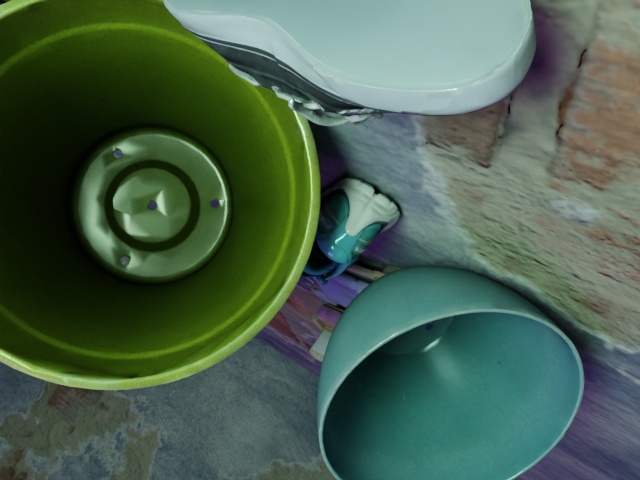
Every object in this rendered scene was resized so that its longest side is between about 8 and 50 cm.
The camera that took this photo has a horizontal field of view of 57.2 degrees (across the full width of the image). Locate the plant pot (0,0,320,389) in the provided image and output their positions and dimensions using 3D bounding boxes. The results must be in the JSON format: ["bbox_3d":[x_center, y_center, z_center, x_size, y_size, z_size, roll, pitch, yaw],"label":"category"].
[{"bbox_3d":[-0.212,-0.052,0.696,0.367,0.366,0.353,38,174,-9],"label":"plant pot"}]

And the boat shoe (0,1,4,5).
[{"bbox_3d":[-0.457,-0.295,0.833,0.105,0.110,0.307,4,158,43],"label":"boat shoe"}]

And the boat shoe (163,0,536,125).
[{"bbox_3d":[0.009,-0.132,0.403,0.306,0.113,0.105,23,165,39],"label":"boat shoe"}]

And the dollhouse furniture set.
[{"bbox_3d":[0.027,0.153,0.956,0.287,0.198,0.303,19,156,39],"label":"dollhouse furniture set"}]

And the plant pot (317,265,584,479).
[{"bbox_3d":[0.127,0.143,0.706,0.290,0.290,0.195,45,-166,-28],"label":"plant pot"}]

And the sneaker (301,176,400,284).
[{"bbox_3d":[0.000,0.000,0.755,0.107,0.110,0.275,37,163,-4],"label":"sneaker"}]
